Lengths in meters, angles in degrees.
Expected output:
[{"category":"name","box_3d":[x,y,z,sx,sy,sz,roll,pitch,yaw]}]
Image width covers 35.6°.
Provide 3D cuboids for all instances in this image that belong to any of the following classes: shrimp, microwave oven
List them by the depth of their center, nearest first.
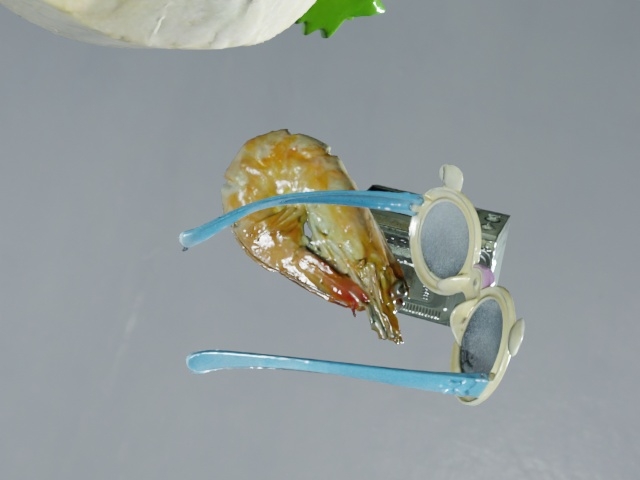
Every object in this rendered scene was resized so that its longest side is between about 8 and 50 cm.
[{"category":"shrimp","box_3d":[0.000,0.001,1.110,0.154,0.294,0.062,-33,160,-13]},{"category":"microwave oven","box_3d":[0.141,0.025,1.375,0.129,0.205,0.163,-42,141,-62]}]

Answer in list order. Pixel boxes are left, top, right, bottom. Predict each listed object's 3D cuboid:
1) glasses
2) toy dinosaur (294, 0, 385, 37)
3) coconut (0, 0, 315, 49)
[{"category":"glasses","box_3d":[0.015,0.043,0.703,0.088,0.221,0.189,89,-9,-45]},{"category":"toy dinosaur","box_3d":[-0.013,-0.263,0.818,0.152,0.194,0.177,17,45,-46]},{"category":"coconut","box_3d":[-0.101,-0.225,0.545,0.259,0.259,0.259,15,90,-75]}]
